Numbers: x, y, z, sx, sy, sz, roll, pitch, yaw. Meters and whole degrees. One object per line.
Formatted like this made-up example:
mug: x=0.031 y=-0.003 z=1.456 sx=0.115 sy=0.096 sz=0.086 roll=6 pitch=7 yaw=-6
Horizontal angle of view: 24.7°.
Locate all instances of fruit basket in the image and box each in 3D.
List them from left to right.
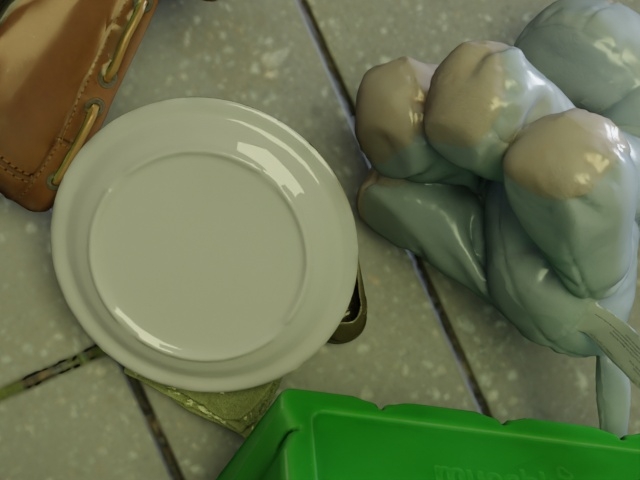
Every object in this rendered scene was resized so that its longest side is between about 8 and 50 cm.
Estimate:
fruit basket: x=0.078 y=0.307 z=0.940 sx=0.392 sy=0.283 sz=0.392 roll=-2 pitch=128 yaw=-3

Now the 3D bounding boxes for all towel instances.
towel: x=-0.060 y=0.049 z=0.985 sx=0.110 sy=0.027 sz=0.148 roll=30 pitch=98 yaw=2

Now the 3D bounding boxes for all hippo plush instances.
hippo plush: x=0.192 y=-0.062 z=0.978 sx=0.294 sy=0.234 sz=0.236 roll=42 pitch=65 yaw=11

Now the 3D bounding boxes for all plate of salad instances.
plate of salad: x=-0.074 y=0.003 z=0.943 sx=0.200 sy=0.048 sz=0.200 roll=2 pitch=109 yaw=6

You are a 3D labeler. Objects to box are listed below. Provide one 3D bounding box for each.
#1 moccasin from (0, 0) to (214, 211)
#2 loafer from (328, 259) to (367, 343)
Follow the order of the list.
moccasin: x=-0.116 y=-0.194 z=0.967 sx=0.147 sy=0.139 sz=0.380 roll=35 pitch=76 yaw=-28
loafer: x=0.000 y=0.000 z=1.019 sx=0.056 sy=0.050 sz=0.148 roll=-24 pitch=91 yaw=-15
